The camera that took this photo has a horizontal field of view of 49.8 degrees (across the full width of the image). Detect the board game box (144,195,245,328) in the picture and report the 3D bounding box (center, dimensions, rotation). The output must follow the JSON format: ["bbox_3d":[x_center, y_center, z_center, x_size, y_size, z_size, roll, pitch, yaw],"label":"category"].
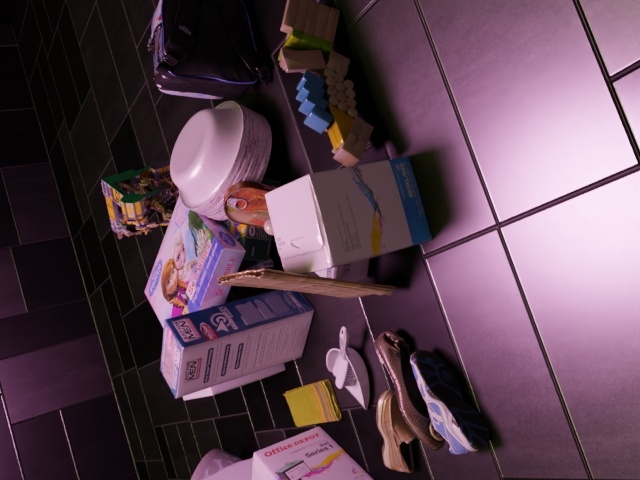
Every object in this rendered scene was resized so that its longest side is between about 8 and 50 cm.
[{"bbox_3d":[-0.331,0.084,1.759,0.318,0.066,0.318,44,116,49],"label":"board game box"}]

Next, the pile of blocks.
[{"bbox_3d":[-0.013,-0.294,1.339,0.112,0.149,0.361,-43,58,60],"label":"pile of blocks"}]

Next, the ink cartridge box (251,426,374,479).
[{"bbox_3d":[-0.010,0.587,1.626,0.278,0.202,0.117,32,126,48],"label":"ink cartridge box"}]

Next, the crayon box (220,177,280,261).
[{"bbox_3d":[-0.235,-0.066,1.791,0.323,0.083,0.203,10,91,55],"label":"crayon box"}]

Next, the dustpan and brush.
[{"bbox_3d":[0.058,0.270,1.539,0.147,0.060,0.211,41,133,42],"label":"dustpan and brush"}]

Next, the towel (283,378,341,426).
[{"bbox_3d":[-0.024,0.419,1.755,0.237,0.021,0.102,-33,73,56],"label":"towel"}]

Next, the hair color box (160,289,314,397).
[{"bbox_3d":[-0.198,0.236,1.650,0.105,0.347,0.173,47,137,38],"label":"hair color box"}]

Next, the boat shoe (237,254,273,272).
[{"bbox_3d":[-0.183,0.054,1.833,0.183,0.065,0.083,-29,70,52],"label":"boat shoe"}]

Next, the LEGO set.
[{"bbox_3d":[-0.454,-0.093,1.965,0.255,0.331,0.192,23,129,36],"label":"LEGO set"}]

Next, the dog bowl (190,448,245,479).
[{"bbox_3d":[-0.297,0.805,2.051,0.102,0.349,0.348,5,110,16],"label":"dog bowl"}]

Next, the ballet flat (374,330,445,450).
[{"bbox_3d":[0.183,0.288,1.355,0.058,0.084,0.249,-39,63,29],"label":"ballet flat"}]

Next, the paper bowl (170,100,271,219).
[{"bbox_3d":[-0.255,-0.202,1.664,0.284,0.148,0.284,-30,48,41],"label":"paper bowl"}]

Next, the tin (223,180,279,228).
[{"bbox_3d":[-0.132,-0.078,1.590,0.106,0.190,0.040,-64,27,29],"label":"tin"}]

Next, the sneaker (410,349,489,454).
[{"bbox_3d":[0.223,0.304,1.285,0.211,0.080,0.081,62,141,24],"label":"sneaker"}]

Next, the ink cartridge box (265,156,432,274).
[{"bbox_3d":[0.049,-0.042,1.281,0.171,0.233,0.168,-18,87,57],"label":"ink cartridge box"}]

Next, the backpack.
[{"bbox_3d":[-0.279,-0.471,1.627,0.213,0.277,0.263,-18,74,56],"label":"backpack"}]

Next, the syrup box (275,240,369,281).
[{"bbox_3d":[0.000,0.000,1.498,0.237,0.096,0.093,35,130,44],"label":"syrup box"}]

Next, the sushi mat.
[{"bbox_3d":[-0.024,0.085,1.306,0.151,0.317,0.019,-11,73,51],"label":"sushi mat"}]

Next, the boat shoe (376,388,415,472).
[{"bbox_3d":[0.166,0.397,1.431,0.072,0.068,0.189,9,119,42],"label":"boat shoe"}]

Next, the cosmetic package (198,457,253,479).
[{"bbox_3d":[-0.143,0.824,1.797,0.327,0.330,0.393,21,119,53],"label":"cosmetic package"}]

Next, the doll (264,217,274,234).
[{"bbox_3d":[-0.035,-0.069,1.455,0.129,0.189,0.046,60,-177,40],"label":"doll"}]

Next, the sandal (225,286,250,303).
[{"bbox_3d":[-0.252,0.122,1.956,0.219,0.090,0.060,63,168,7],"label":"sandal"}]

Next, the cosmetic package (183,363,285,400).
[{"bbox_3d":[-0.254,0.334,1.884,0.224,0.225,0.138,-27,80,57],"label":"cosmetic package"}]
